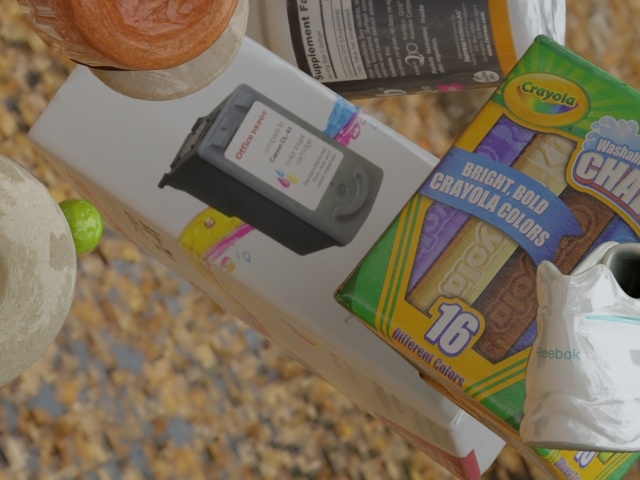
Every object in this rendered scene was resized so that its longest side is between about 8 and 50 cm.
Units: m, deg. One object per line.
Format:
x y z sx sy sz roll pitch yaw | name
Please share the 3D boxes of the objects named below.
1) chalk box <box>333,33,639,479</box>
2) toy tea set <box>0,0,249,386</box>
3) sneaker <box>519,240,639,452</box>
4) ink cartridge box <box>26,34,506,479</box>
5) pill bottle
0.137 0.000 0.968 0.132 0.213 0.132 37 -3 32 | chalk box
-0.187 -0.045 0.659 0.124 0.336 0.200 -143 -128 -68 | toy tea set
0.113 0.030 0.635 0.152 0.053 0.061 -5 93 -56 | sneaker
0.000 0.000 1.199 0.306 0.131 0.226 33 -8 15 | ink cartridge box
0.046 -0.194 1.568 0.162 0.278 0.162 -4 90 -73 | pill bottle
